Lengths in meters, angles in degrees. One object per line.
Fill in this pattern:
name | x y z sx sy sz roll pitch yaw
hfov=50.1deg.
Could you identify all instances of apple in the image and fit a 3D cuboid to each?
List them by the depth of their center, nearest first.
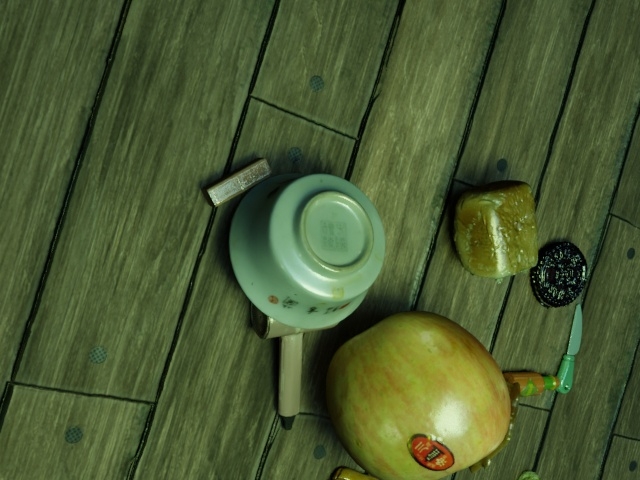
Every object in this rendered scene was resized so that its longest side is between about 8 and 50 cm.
apple | 0.202 0.339 1.510 0.392 0.391 0.346 -22 80 -23

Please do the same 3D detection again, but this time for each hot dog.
hot dog | 0.126 0.635 1.679 0.250 0.076 0.104 36 79 -24

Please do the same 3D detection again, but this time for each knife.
knife | 0.727 0.313 1.970 0.063 0.035 0.260 20 84 -32

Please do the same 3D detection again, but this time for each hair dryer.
hair dryer | -0.055 0.267 1.540 0.190 0.107 0.344 -6 108 -28

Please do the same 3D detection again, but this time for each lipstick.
lipstick | -0.174 -0.123 1.440 0.145 0.045 0.045 -32 111 -20

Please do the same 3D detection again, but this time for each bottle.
bottle | 0.581 0.393 1.882 0.187 0.069 0.069 2 96 -28

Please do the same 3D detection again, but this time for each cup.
cup | 0.000 0.000 1.420 0.347 0.163 0.347 8 71 -26

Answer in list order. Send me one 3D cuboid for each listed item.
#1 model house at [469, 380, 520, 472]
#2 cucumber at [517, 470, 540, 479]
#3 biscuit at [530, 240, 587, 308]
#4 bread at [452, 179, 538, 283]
model house | 0.363 0.430 1.734 0.229 0.199 0.219 33 38 -4
cucumber | 0.586 0.777 1.935 0.075 0.074 0.241 -7 101 -26
biscuit | 0.660 0.095 1.892 0.195 0.053 0.194 -4 98 -26
bread | 0.421 -0.017 1.688 0.196 0.176 0.246 -16 101 -37
